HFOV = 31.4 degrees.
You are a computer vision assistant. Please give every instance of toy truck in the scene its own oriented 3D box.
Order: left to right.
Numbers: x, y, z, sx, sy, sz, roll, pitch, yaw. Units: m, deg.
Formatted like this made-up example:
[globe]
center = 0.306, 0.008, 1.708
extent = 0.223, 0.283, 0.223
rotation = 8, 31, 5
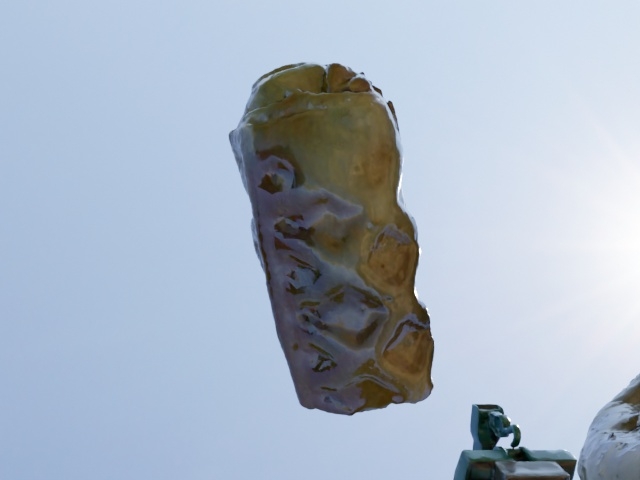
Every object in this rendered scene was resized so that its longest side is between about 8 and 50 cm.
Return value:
[toy truck]
center = 0.185, 0.369, 1.214
extent = 0.176, 0.364, 0.178
rotation = 3, -166, -17

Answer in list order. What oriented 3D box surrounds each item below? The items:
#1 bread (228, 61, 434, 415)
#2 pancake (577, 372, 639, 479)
[bread]
center = 0.000, 0.000, 0.749
extent = 0.128, 0.232, 0.088
rotation = 5, -161, 43
[pancake]
center = 0.342, 0.090, 0.899
extent = 0.065, 0.356, 0.356
rotation = 49, -135, 4
